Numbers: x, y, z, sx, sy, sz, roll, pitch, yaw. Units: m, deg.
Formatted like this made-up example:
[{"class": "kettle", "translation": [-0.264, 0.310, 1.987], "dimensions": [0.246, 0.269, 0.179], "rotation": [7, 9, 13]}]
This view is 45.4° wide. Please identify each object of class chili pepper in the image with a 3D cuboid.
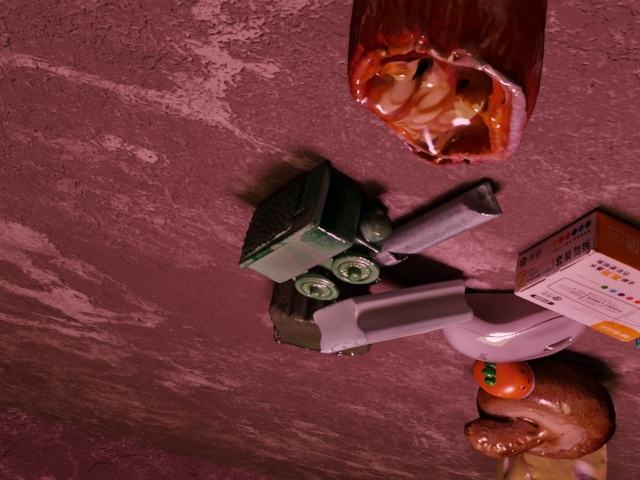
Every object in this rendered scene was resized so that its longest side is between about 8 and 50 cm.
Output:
[{"class": "chili pepper", "translation": [0.116, -0.228, 0.768], "dimensions": [0.229, 0.305, 0.251], "rotation": [11, 152, 5]}]

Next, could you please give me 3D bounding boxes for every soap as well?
[{"class": "soap", "translation": [0.140, 0.144, 1.473], "dimensions": [0.265, 0.087, 0.160], "rotation": [-7, 168, -32]}]

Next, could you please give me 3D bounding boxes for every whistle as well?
[{"class": "whistle", "translation": [0.189, -0.017, 1.337], "dimensions": [0.062, 0.062, 0.312], "rotation": [27, 146, -26]}]

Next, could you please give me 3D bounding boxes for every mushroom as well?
[{"class": "mushroom", "translation": [0.524, 0.395, 1.797], "dimensions": [0.345, 0.239, 0.345], "rotation": [5, 170, 1]}]

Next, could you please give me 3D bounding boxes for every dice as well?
[{"class": "dice", "translation": [0.611, 0.582, 2.040], "dimensions": [0.238, 0.233, 0.227], "rotation": [11, 151, 2]}]

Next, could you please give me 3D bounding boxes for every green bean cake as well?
[{"class": "green bean cake", "translation": [0.003, 0.165, 1.651], "dimensions": [0.223, 0.124, 0.227], "rotation": [3, 151, 9]}]

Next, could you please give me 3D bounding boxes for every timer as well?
[{"class": "timer", "translation": [0.388, 0.286, 1.647], "dimensions": [0.136, 0.099, 0.136], "rotation": [18, 172, 3]}]

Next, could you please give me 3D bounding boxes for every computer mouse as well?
[{"class": "computer mouse", "translation": [0.385, 0.185, 1.558], "dimensions": [0.297, 0.121, 0.184], "rotation": [5, 147, 14]}]

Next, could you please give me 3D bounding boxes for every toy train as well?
[{"class": "toy train", "translation": [0.000, 0.000, 1.349], "dimensions": [0.202, 0.145, 0.266], "rotation": [31, 144, -25]}]

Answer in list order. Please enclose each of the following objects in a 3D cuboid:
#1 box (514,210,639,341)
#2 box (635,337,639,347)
[{"class": "box", "translation": [0.516, 0.070, 1.343], "dimensions": [0.274, 0.091, 0.221], "rotation": [21, 149, -15]}, {"class": "box", "translation": [0.745, 0.171, 1.484], "dimensions": [0.161, 0.042, 0.226], "rotation": [13, 151, -5]}]
